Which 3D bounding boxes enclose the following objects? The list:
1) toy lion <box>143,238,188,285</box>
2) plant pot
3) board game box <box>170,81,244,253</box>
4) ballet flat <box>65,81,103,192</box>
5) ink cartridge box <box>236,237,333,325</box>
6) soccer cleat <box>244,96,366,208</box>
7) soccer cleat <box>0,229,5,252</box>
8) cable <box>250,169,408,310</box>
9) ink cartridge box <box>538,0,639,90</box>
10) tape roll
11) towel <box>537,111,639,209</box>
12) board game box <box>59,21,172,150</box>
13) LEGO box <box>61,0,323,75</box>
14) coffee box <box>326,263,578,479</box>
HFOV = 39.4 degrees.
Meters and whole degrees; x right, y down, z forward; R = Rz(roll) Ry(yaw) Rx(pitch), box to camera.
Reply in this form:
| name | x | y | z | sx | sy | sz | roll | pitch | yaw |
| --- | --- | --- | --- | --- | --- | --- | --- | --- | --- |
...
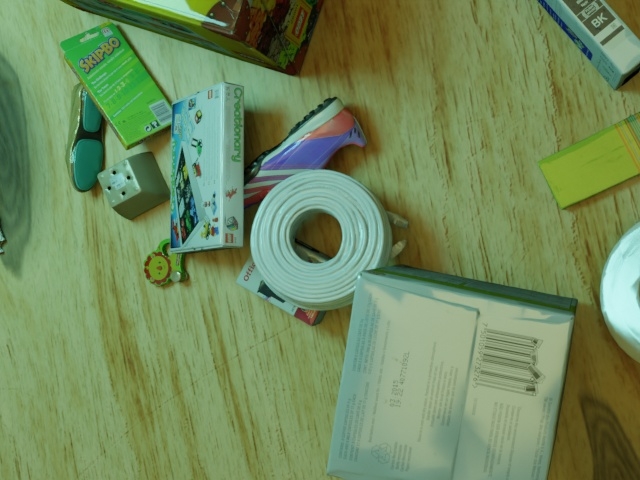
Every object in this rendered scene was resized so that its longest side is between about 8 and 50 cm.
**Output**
| name | x | y | z | sx | sy | sz | roll | pitch | yaw |
| --- | --- | --- | --- | --- | --- | --- | --- | --- | --- |
| toy lion | -0.313 | 0.044 | 1.807 | 0.096 | 0.034 | 0.100 | 9 | 92 | 22 |
| plant pot | -0.381 | -0.111 | 1.788 | 0.109 | 0.096 | 0.109 | -26 | 85 | 13 |
| board game box | -0.218 | -0.131 | 1.704 | 0.193 | 0.053 | 0.305 | -6 | 82 | 52 |
| ballet flat | -0.486 | -0.214 | 1.838 | 0.073 | 0.080 | 0.232 | 8 | 90 | 42 |
| ink cartridge box | -0.055 | 0.067 | 1.718 | 0.175 | 0.072 | 0.127 | 28 | 97 | 12 |
| soccer cleat | -0.058 | -0.136 | 1.708 | 0.318 | 0.108 | 0.116 | -39 | 99 | 14 |
| soccer cleat | -0.688 | -0.013 | 1.903 | 0.036 | 0.029 | 0.083 | 7 | 95 | 5 |
| cable | 0.000 | 0.000 | 1.625 | 0.257 | 0.089 | 0.257 | 37 | 89 | 12 |
| ink cartridge box | 0.431 | -0.413 | 1.546 | 0.065 | 0.165 | 0.332 | -41 | 82 | 11 |
| tape roll | 0.617 | 0.089 | 1.475 | 0.286 | 0.100 | 0.286 | -13 | 68 | 35 |
| towel | 0.519 | -0.149 | 1.601 | 0.237 | 0.021 | 0.102 | -26 | 78 | 14 |
| board game box | -0.405 | -0.314 | 1.795 | 0.124 | 0.039 | 0.259 | -31 | 83 | -24 |
| LEGO box | -0.285 | -0.487 | 1.622 | 0.501 | 0.372 | 0.193 | 19 | 94 | 13 |
| coffee box | 0.235 | 0.238 | 1.510 | 0.338 | 0.334 | 0.337 | 11 | 94 | 16 |
